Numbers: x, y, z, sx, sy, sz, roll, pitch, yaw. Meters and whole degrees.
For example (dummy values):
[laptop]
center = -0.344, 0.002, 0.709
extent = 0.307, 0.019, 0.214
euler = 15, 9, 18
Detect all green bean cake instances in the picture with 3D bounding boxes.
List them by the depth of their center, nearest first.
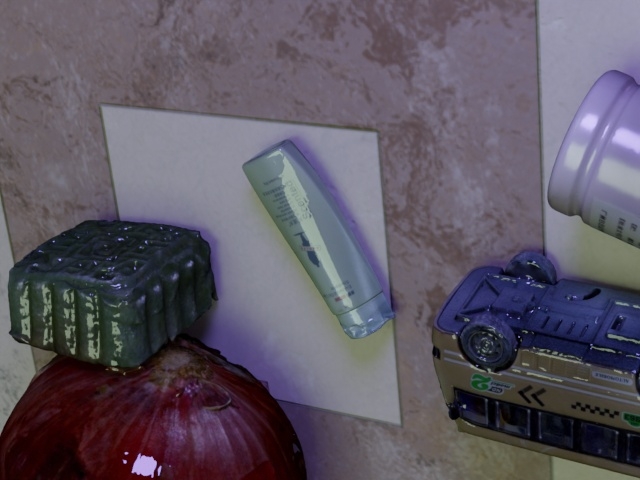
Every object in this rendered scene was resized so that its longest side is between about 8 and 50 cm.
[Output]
[green bean cake]
center = -0.220, 0.047, 1.529
extent = 0.173, 0.181, 0.094
euler = 10, 118, 30

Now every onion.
[onion]
center = -0.185, 0.257, 1.548
extent = 0.341, 0.341, 0.341
euler = 14, 121, 25

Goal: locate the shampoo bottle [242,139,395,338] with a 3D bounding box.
[shampoo bottle]
center = 0.000, 0.000, 1.454
extent = 0.072, 0.049, 0.212
euler = -26, 99, 33

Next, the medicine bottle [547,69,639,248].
[medicine bottle]
center = 0.324, -0.036, 1.188
extent = 0.249, 0.133, 0.133
euler = 25, 125, 19

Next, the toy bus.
[toy bus]
center = 0.251, 0.123, 1.314
extent = 0.289, 0.139, 0.157
euler = 11, 124, 22
